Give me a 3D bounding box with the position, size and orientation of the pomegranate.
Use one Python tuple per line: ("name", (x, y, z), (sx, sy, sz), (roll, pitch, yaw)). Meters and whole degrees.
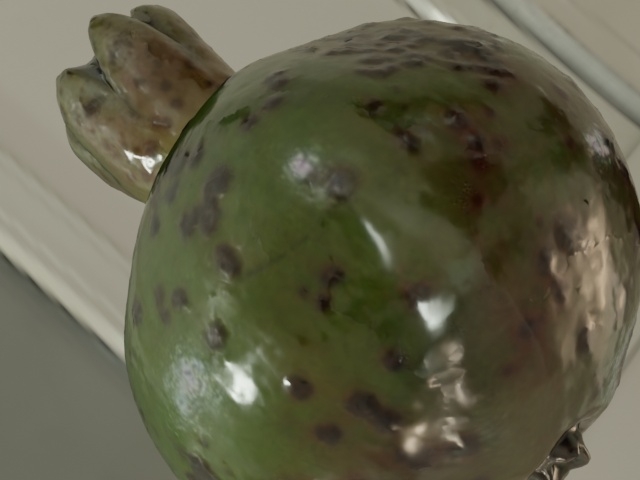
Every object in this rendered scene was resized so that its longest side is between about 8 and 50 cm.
("pomegranate", (0.000, 0.000, 0.577), (0.248, 0.202, 0.202), (40, 139, 19))
